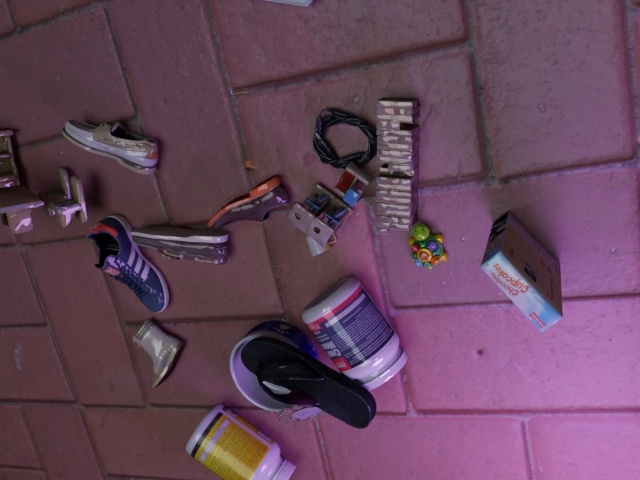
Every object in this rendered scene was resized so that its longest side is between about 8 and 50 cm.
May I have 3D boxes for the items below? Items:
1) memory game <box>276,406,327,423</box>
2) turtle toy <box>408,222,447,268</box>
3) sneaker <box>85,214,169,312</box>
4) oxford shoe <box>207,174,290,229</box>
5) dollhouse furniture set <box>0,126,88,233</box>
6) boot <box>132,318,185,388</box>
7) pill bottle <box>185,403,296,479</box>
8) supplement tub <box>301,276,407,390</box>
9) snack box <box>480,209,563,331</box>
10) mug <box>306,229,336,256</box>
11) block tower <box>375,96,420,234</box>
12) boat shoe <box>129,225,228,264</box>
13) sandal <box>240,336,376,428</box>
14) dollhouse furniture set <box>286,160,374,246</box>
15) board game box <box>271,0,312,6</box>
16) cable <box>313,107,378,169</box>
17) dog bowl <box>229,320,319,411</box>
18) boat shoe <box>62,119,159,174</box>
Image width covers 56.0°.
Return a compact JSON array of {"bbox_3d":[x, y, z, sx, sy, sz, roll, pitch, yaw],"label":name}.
[{"bbox_3d":[-0.043,0.521,1.833,0.186,0.186,0.012,-34,53,29],"label":"memory game"},{"bbox_3d":[0.271,0.016,1.560,0.095,0.066,0.130,-9,105,25],"label":"turtle toy"},{"bbox_3d":[-0.622,0.095,1.911,0.131,0.148,0.350,-29,97,28],"label":"sneaker"},{"bbox_3d":[-0.207,-0.082,1.708,0.271,0.097,0.098,-27,103,28],"label":"oxford shoe"},{"bbox_3d":[-0.977,-0.183,1.850,0.394,0.362,0.257,24,123,46],"label":"dollhouse furniture set"},{"bbox_3d":[-0.567,0.383,2.037,0.165,0.077,0.213,34,113,7],"label":"boot"},{"bbox_3d":[-0.255,0.701,1.963,0.334,0.188,0.188,33,118,9],"label":"pill bottle"},{"bbox_3d":[0.094,0.254,1.651,0.191,0.191,0.272,-34,94,29],"label":"supplement tub"},{"bbox_3d":[0.457,0.056,1.353,0.187,0.322,0.060,47,117,1],"label":"snack box"},{"bbox_3d":[-0.003,0.002,1.682,0.064,0.078,0.062,64,151,1],"label":"mug"},{"bbox_3d":[0.194,-0.184,1.505,0.097,0.091,0.336,8,112,20],"label":"block tower"},{"bbox_3d":[-0.430,0.013,1.824,0.324,0.116,0.097,4,107,15],"label":"boat shoe"},{"bbox_3d":[-0.060,0.393,1.656,0.445,0.107,0.168,18,125,29],"label":"sandal"},{"bbox_3d":[0.023,-0.110,1.561,0.129,0.129,0.184,36,131,6],"label":"dollhouse furniture set"},{"bbox_3d":[-0.170,-0.796,1.450,0.390,0.050,0.390,15,115,17],"label":"board game box"},{"bbox_3d":[0.065,-0.253,1.557,0.184,0.047,0.151,22,116,13],"label":"cable"},{"bbox_3d":[-0.140,0.384,1.845,0.264,0.104,0.265,8,112,19],"label":"dog bowl"},{"bbox_3d":[-0.617,-0.304,1.790,0.302,0.113,0.103,23,115,1],"label":"boat shoe"}]
